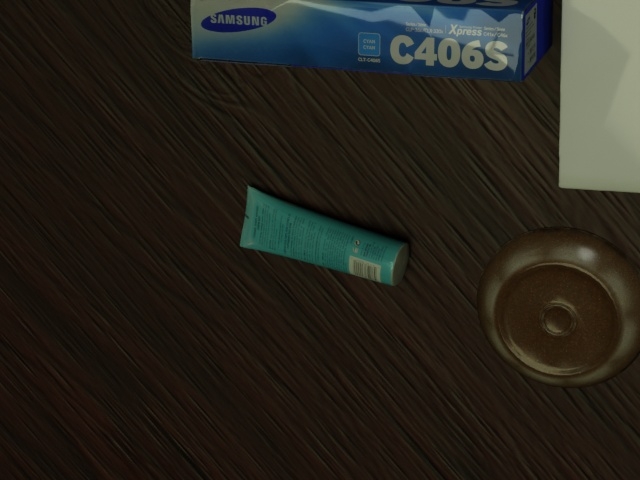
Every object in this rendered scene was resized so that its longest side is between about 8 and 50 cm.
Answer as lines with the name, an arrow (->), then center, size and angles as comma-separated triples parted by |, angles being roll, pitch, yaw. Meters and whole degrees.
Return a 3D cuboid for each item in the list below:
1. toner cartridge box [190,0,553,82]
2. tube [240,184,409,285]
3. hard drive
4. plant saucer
toner cartridge box -> 0.056, -0.230, 1.416 | 0.348, 0.165, 0.075 | 6, 111, 18
tube -> 0.000, 0.000, 1.595 | 0.207, 0.052, 0.080 | 17, 111, 19
hard drive -> 0.422, -0.156, 1.374 | 0.353, 0.047, 0.233 | 4, 112, 18
plant saucer -> 0.269, 0.084, 1.532 | 0.199, 0.036, 0.198 | 7, 112, 17
